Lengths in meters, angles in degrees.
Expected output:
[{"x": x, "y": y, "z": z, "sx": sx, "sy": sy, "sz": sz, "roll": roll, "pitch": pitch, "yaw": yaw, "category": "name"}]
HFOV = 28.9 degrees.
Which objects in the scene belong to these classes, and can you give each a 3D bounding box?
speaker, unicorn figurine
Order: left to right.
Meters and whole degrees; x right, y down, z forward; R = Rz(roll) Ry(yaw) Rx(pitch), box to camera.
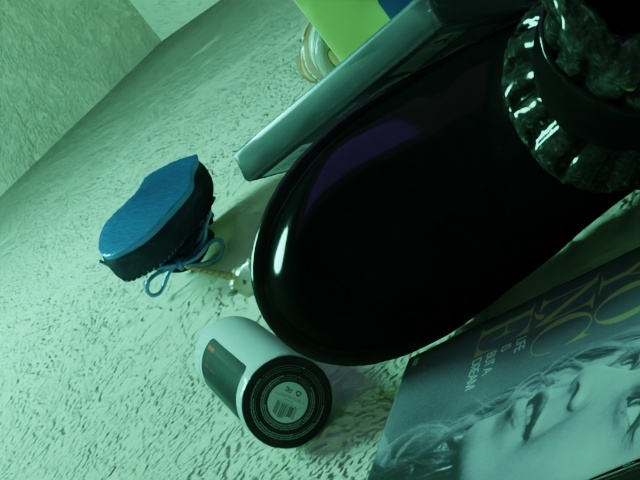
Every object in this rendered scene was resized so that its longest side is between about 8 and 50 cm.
[{"x": -0.037, "y": 0.083, "z": 0.754, "sx": 0.055, "sy": 0.055, "sz": 0.136, "roll": -41, "pitch": 16, "yaw": -9, "category": "speaker"}, {"x": 0.000, "y": 0.000, "z": 0.914, "sx": 0.111, "sy": 0.060, "sz": 0.162, "roll": -23, "pitch": 6, "yaw": 44, "category": "unicorn figurine"}]

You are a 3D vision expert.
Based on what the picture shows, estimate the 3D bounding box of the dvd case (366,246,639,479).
[{"x": 0.112, "y": 0.062, "z": 0.548, "sx": 0.221, "sy": 0.018, "sz": 0.164, "roll": -29, "pitch": 18, "yaw": 30, "category": "dvd case"}]

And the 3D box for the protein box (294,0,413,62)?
[{"x": 0.079, "y": -0.262, "z": 1.183, "sx": 0.136, "sy": 0.200, "sz": 0.201, "roll": -30, "pitch": 17, "yaw": 31, "category": "protein box"}]

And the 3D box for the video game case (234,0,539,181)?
[{"x": 0.100, "y": -0.114, "z": 0.791, "sx": 0.274, "sy": 0.026, "sz": 0.196, "roll": -20, "pitch": -10, "yaw": -41, "category": "video game case"}]

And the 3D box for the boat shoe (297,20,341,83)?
[{"x": 0.085, "y": -0.292, "z": 1.406, "sx": 0.324, "sy": 0.123, "sz": 0.116, "roll": -43, "pitch": 14, "yaw": -22, "category": "boat shoe"}]

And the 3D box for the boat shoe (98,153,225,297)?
[{"x": -0.132, "y": -0.012, "z": 1.179, "sx": 0.109, "sy": 0.089, "sz": 0.258, "roll": -19, "pitch": 16, "yaw": 17, "category": "boat shoe"}]

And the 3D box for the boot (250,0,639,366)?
[{"x": 0.103, "y": -0.056, "z": 0.566, "sx": 0.348, "sy": 0.131, "sz": 0.260, "roll": -37, "pitch": -1, "yaw": 4, "category": "boot"}]
